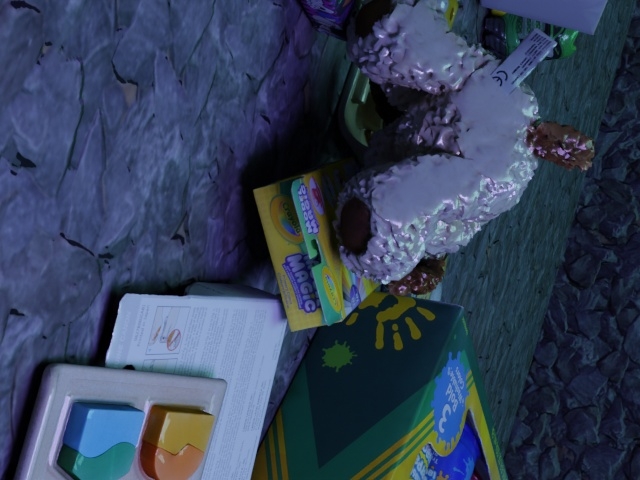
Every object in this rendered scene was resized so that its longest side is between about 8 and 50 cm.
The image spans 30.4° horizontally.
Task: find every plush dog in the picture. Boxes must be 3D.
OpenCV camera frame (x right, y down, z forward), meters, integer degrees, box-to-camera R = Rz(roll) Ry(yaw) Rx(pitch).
[{"bbox_3d":[0.108,-0.071,1.064,0.225,0.211,0.262,133,-38,-73],"label":"plush dog"}]

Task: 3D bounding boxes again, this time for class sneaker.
[{"bbox_3d":[0.361,-0.384,1.758,0.134,0.146,0.343,78,32,-53],"label":"sneaker"}]

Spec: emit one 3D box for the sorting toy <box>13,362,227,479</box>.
[{"bbox_3d":[-0.145,0.188,0.842,0.208,0.038,0.193,15,90,-58],"label":"sorting toy"}]

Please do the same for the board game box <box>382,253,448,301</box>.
[{"bbox_3d":[0.130,0.017,1.558,0.165,0.042,0.243,-44,144,-57],"label":"board game box"}]

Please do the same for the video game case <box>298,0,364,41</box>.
[{"bbox_3d":[0.041,-0.300,0.974,0.232,0.042,0.210,-66,170,-2],"label":"video game case"}]

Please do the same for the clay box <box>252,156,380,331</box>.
[{"bbox_3d":[0.000,0.000,1.049,0.222,0.053,0.127,-29,104,-73],"label":"clay box"}]

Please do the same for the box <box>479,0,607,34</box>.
[{"bbox_3d":[0.308,-0.422,1.448,0.345,0.168,0.215,55,53,-81],"label":"box"}]

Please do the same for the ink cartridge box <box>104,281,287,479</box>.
[{"bbox_3d":[-0.120,0.124,0.938,0.225,0.056,0.181,8,97,-56],"label":"ink cartridge box"}]

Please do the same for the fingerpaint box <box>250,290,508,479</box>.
[{"bbox_3d":[0.076,0.338,1.359,0.371,0.163,0.444,-62,148,-34],"label":"fingerpaint box"}]

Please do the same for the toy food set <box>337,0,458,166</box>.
[{"bbox_3d":[0.119,-0.192,1.290,0.220,0.092,0.306,47,60,-68],"label":"toy food set"}]
